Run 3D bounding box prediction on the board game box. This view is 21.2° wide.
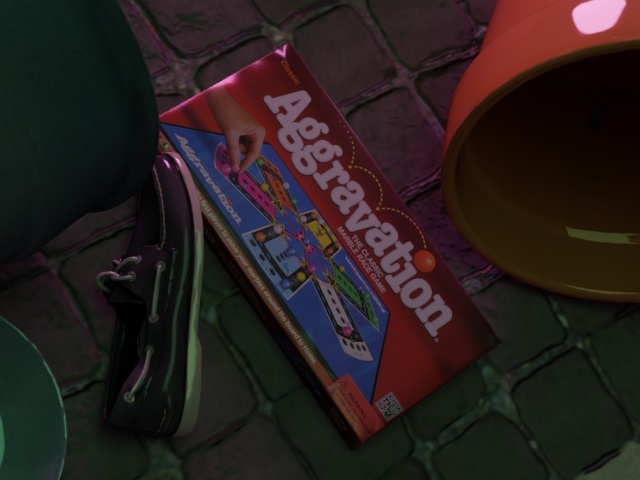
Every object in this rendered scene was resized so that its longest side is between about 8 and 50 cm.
[{"bbox_3d":[0.000,0.000,1.271,0.145,0.027,0.281,-33,84,-28],"label":"board game box"}]

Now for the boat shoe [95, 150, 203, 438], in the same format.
[{"bbox_3d":[-0.121,0.035,1.188,0.065,0.075,0.206,4,75,-22],"label":"boat shoe"}]

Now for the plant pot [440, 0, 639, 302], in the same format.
[{"bbox_3d":[0.235,-0.118,1.276,0.291,0.291,0.203,15,50,-14],"label":"plant pot"}]

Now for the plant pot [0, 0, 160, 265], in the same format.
[{"bbox_3d":[-0.329,-0.048,0.980,0.341,0.341,0.334,43,59,-1],"label":"plant pot"}]

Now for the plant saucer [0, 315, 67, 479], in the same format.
[{"bbox_3d":[-0.265,0.129,1.121,0.195,0.037,0.195,7,69,-18],"label":"plant saucer"}]
